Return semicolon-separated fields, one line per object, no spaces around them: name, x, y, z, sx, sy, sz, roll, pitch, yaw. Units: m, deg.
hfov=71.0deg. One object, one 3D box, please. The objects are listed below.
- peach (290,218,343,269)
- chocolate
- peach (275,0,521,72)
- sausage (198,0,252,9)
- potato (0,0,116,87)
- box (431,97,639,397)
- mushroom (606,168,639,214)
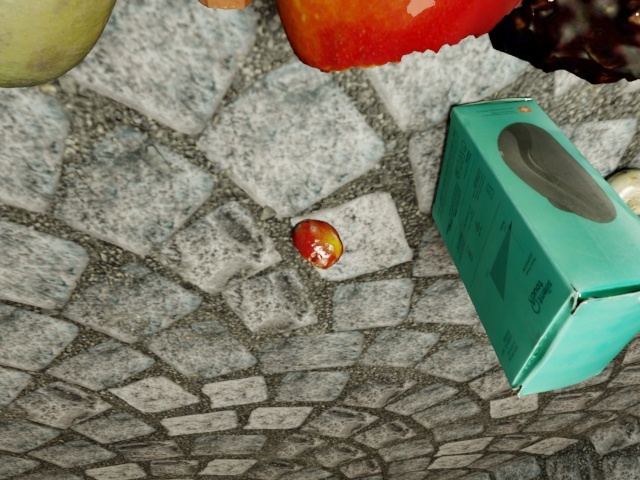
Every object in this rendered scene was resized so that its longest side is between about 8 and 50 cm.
peach;0.000;0.000;0.707;0.083;0.077;0.050;47;130;6
chocolate;0.304;-0.231;0.416;0.224;0.177;0.206;2;137;-14
peach;0.065;-0.228;0.367;0.196;0.190;0.226;-4;142;-49
sausage;-0.082;-0.287;0.367;0.065;0.065;0.170;-2;139;-9
potato;-0.241;-0.226;0.341;0.251;0.159;0.174;-20;165;28
box;0.249;-0.005;0.549;0.118;0.312;0.205;-9;138;-2
mushroom;0.483;-0.070;0.703;0.083;0.068;0.084;-1;142;-1
